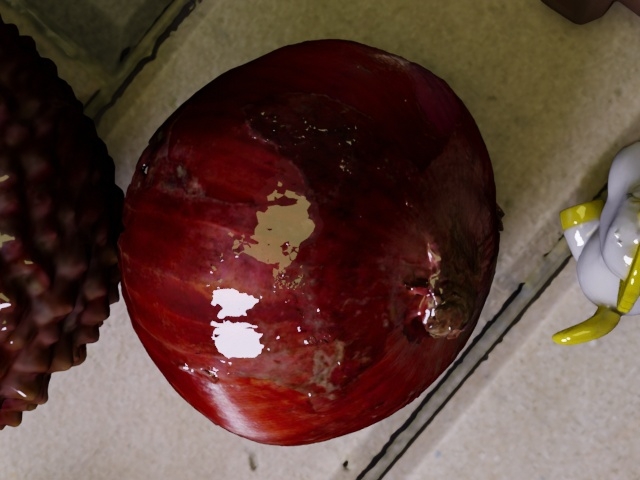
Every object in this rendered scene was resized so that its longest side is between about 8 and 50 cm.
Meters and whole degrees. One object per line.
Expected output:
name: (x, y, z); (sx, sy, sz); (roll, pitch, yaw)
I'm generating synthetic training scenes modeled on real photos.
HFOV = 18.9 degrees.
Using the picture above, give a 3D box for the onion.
onion: (0.000, 0.000, 1.276); (0.276, 0.276, 0.276); (0, 89, 8)

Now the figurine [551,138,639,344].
figurine: (0.217, 0.000, 1.297); (0.109, 0.178, 0.129); (26, 65, 2)

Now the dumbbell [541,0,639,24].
dumbbell: (0.259, -0.150, 1.335); (0.231, 0.092, 0.082); (34, 64, 7)

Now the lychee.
lychee: (-0.281, -0.017, 1.297); (0.306, 0.306, 0.330); (24, 54, 7)
